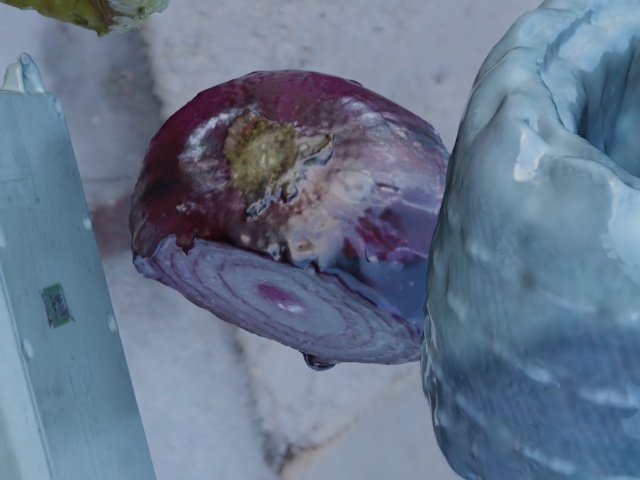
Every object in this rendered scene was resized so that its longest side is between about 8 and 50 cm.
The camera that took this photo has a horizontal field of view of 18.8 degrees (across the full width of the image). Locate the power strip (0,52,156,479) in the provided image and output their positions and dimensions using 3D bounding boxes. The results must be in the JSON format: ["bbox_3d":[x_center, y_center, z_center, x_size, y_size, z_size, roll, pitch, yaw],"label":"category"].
[{"bbox_3d":[-0.138,0.045,0.923,0.118,0.046,0.270,-14,90,-71],"label":"power strip"}]

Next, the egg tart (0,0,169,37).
[{"bbox_3d":[-0.293,-0.310,1.716,0.388,0.388,0.169,22,85,-48],"label":"egg tart"}]

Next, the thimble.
[{"bbox_3d":[0.151,-0.005,0.732,0.250,0.205,0.172,-27,134,-38],"label":"thimble"}]

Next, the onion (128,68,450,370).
[{"bbox_3d":[0.000,0.000,1.099,0.218,0.195,0.140,61,38,-60],"label":"onion"}]
